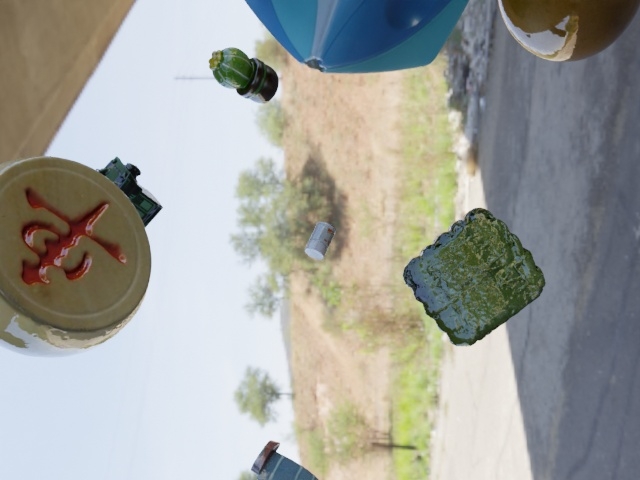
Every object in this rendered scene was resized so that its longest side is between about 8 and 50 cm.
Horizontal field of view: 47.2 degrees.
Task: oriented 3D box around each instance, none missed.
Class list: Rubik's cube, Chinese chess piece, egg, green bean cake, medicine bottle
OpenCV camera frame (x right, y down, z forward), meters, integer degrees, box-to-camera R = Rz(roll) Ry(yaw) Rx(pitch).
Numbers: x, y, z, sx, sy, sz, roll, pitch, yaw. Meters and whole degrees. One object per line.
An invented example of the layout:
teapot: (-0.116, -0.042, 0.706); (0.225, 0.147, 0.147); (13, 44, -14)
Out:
Rubik's cube: (0.075, -0.548, 1.398); (0.347, 0.352, 0.351); (53, 139, 31)
Chinese chess piece: (-0.326, 0.017, 0.894); (0.251, 0.097, 0.250); (25, -127, -37)
egg: (0.489, -0.527, 1.440); (0.282, 0.283, 0.351); (74, -167, -81)
green bean cake: (0.274, 0.067, 1.334); (0.200, 0.214, 0.113); (54, -177, 9)
medicine bottle: (0.000, 0.000, 1.952); (0.057, 0.057, 0.089); (86, -154, -60)

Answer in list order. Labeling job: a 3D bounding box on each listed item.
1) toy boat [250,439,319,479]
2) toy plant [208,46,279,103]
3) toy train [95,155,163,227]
toy boat: (-0.052, 0.396, 1.247); (0.096, 0.122, 0.034); (-44, -21, -60)
toy plant: (-0.174, -0.371, 1.629); (0.162, 0.093, 0.092); (23, -122, -39)
toy train: (-0.556, -0.048, 1.878); (0.178, 0.330, 0.138); (40, -178, -44)
